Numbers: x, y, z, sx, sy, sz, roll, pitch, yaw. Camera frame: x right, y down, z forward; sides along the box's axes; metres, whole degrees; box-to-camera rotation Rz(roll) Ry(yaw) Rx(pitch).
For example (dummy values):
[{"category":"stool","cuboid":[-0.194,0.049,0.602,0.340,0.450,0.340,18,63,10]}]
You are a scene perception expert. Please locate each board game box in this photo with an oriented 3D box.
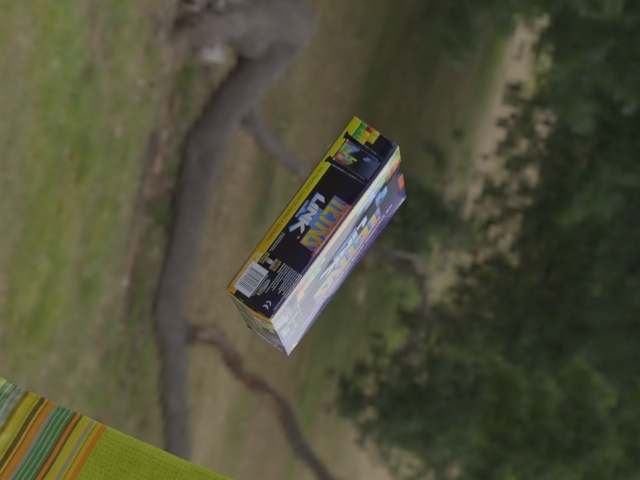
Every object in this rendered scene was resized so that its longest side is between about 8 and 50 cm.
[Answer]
[{"category":"board game box","cuboid":[0.000,0.000,1.470,0.170,0.048,0.141,-54,166,-8]}]

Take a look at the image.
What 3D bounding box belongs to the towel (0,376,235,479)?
[{"category":"towel","cuboid":[-0.136,0.171,1.208,0.021,0.237,0.102,94,20,-57]}]
